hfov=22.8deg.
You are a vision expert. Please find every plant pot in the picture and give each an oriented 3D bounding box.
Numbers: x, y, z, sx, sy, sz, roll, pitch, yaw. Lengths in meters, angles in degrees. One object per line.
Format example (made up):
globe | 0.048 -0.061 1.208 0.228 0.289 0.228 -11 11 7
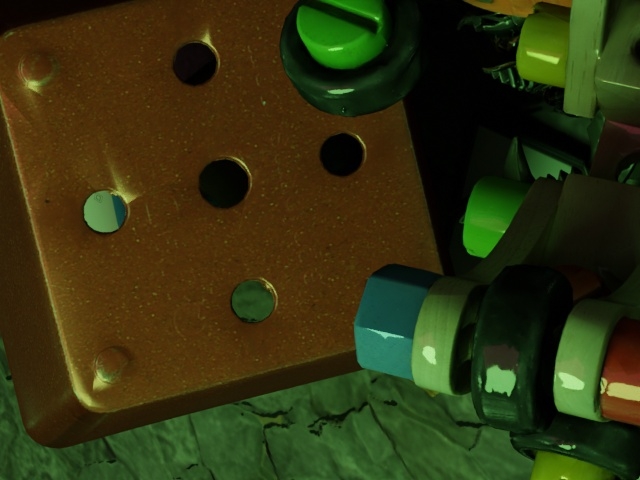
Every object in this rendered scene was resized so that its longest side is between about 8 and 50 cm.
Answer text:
plant pot | -0.057 -0.031 0.832 0.236 0.267 0.267 -163 60 -81

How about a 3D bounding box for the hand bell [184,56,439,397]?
hand bell | 0.000 0.000 0.995 0.242 0.126 0.126 50 131 6

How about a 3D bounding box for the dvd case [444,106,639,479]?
dvd case | 0.177 0.048 0.924 0.253 0.022 0.180 28 122 29

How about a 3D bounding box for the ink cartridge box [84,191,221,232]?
ink cartridge box | -0.140 0.012 1.131 0.139 0.082 0.191 31 123 27

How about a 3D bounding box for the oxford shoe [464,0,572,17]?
oxford shoe | 0.206 -0.177 0.679 0.363 0.133 0.130 9 147 33

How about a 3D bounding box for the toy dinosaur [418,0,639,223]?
toy dinosaur | 0.167 -0.092 0.795 0.322 0.164 0.218 24 96 53

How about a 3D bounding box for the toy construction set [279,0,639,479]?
toy construction set | 0.161 -0.019 0.645 0.309 0.237 0.257 -12 61 13
